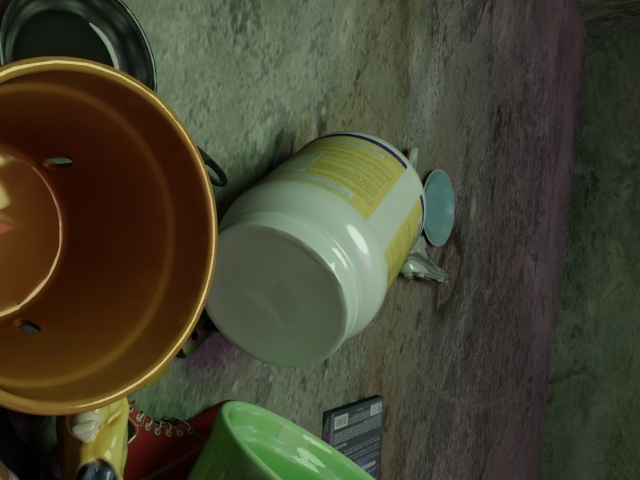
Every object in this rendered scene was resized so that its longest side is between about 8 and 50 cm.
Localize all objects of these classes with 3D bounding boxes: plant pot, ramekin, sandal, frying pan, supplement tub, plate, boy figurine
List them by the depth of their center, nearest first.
[{"bbox_3d":[-0.268,-0.007,0.562,0.291,0.204,0.290,-6,97,-55],"label":"plant pot"},{"bbox_3d":[-0.233,0.202,0.603,0.092,0.177,0.285,-5,52,-24],"label":"boy figurine"},{"bbox_3d":[-0.027,0.332,0.703,0.148,0.303,0.303,-56,139,-5],"label":"ramekin"},{"bbox_3d":[-0.231,-0.186,0.739,0.326,0.053,0.197,10,84,-57],"label":"frying pan"},{"bbox_3d":[0.000,0.000,0.873,0.331,0.241,0.240,-49,130,-55],"label":"supplement tub"},{"bbox_3d":[0.159,-0.121,1.290,0.265,0.076,0.101,-68,160,-59],"label":"sandal"},{"bbox_3d":[0.280,-0.079,1.497,0.188,0.024,0.188,-5,96,-56],"label":"plate"}]

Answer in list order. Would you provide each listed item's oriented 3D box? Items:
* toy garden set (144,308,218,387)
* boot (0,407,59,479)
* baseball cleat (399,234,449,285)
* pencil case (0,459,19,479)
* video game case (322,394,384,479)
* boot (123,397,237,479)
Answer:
[{"bbox_3d":[-0.203,0.051,0.791,0.204,0.049,0.244,-42,124,-46],"label":"toy garden set"},{"bbox_3d":[-0.359,0.249,0.550,0.236,0.085,0.178,-50,133,-41],"label":"boot"},{"bbox_3d":[0.243,0.046,1.411,0.206,0.072,0.109,17,72,-58],"label":"baseball cleat"},{"bbox_3d":[-0.342,0.139,0.397,0.167,0.160,0.386,-41,103,-16],"label":"pencil case"},{"bbox_3d":[0.063,0.458,1.215,0.196,0.026,0.274,4,89,-55],"label":"video game case"},{"bbox_3d":[-0.197,0.236,0.782,0.244,0.089,0.176,-33,117,-46],"label":"boot"}]
